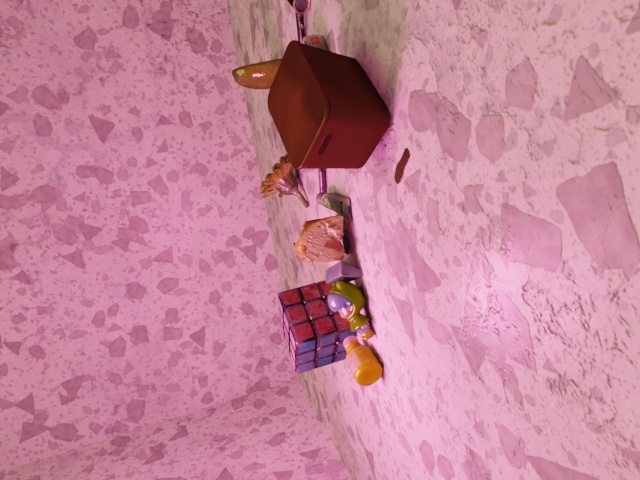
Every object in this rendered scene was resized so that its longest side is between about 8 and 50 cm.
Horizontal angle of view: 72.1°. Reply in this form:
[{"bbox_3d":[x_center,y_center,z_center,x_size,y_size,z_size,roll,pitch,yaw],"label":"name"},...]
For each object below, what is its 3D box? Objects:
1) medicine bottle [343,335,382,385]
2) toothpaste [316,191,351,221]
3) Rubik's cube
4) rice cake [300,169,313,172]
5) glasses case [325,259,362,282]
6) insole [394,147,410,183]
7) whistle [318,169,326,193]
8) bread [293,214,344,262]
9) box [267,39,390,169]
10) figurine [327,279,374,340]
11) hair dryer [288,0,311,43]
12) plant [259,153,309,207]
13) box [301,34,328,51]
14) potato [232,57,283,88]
[{"bbox_3d":[0.164,0.492,1.841,0.212,0.121,0.122,-125,26,-56],"label":"medicine bottle"},{"bbox_3d":[0.063,-0.151,1.819,0.266,0.061,0.096,31,132,60],"label":"toothpaste"},{"bbox_3d":[-0.021,0.409,2.115,0.301,0.304,0.304,92,161,-47],"label":"Rubik's cube"},{"bbox_3d":[-0.085,-0.410,2.100,0.063,0.069,0.207,99,157,-59],"label":"rice cake"},{"bbox_3d":[0.087,0.152,1.865,0.056,0.105,0.266,-63,5,-16],"label":"glasses case"},{"bbox_3d":[0.228,-0.207,1.235,0.135,0.002,0.045,104,149,-59],"label":"insole"},{"bbox_3d":[0.008,-0.257,1.943,0.033,0.033,0.177,-123,25,-52],"label":"whistle"},{"bbox_3d":[-0.006,0.001,1.808,0.224,0.211,0.184,160,101,-89],"label":"bread"},{"bbox_3d":[0.019,-0.393,1.310,0.239,0.229,0.340,-58,45,44],"label":"box"},{"bbox_3d":[0.127,0.282,1.796,0.263,0.143,0.162,58,170,5],"label":"figurine"},{"bbox_3d":[-0.086,-0.858,1.735,0.256,0.069,0.128,88,163,-50],"label":"hair dryer"},{"bbox_3d":[-0.170,-0.329,2.353,0.305,0.296,0.262,1,-78,-63],"label":"plant"},{"bbox_3d":[-0.031,-0.632,1.676,0.269,0.079,0.135,115,139,-67],"label":"box"},{"bbox_3d":[-0.311,-0.816,2.214,0.269,0.255,0.112,-165,65,-73],"label":"potato"}]
